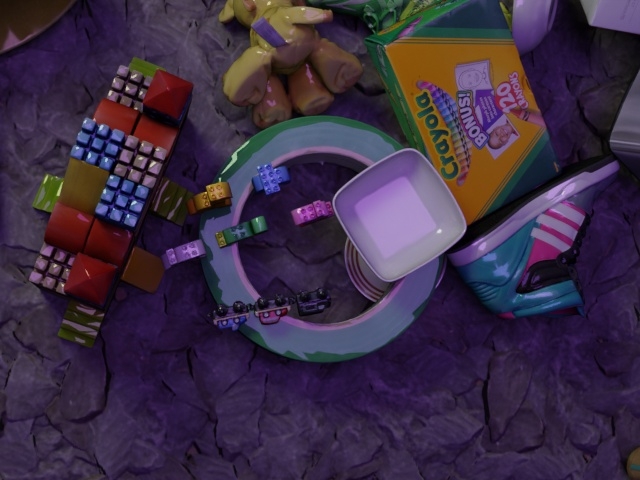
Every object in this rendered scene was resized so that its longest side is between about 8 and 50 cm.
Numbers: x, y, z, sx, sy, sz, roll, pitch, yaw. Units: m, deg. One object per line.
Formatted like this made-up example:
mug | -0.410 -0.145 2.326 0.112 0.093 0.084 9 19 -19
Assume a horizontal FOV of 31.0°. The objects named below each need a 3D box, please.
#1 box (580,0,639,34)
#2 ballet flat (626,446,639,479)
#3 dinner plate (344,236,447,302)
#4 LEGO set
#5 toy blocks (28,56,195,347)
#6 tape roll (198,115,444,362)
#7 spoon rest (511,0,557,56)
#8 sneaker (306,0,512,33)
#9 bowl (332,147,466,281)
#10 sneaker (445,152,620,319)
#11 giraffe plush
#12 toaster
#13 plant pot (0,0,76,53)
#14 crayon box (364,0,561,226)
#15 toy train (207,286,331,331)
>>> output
box | 0.530 -0.385 1.568 0.345 0.168 0.215 8 38 -8
ballet flat | 0.541 0.313 1.592 0.232 0.073 0.080 -4 83 -10
dinner plate | 0.102 0.020 1.575 0.141 0.017 0.141 1 83 -6
LEGO set | -0.099 -0.040 1.432 0.227 0.093 0.087 -19 86 -6
toy blocks | -0.252 -0.065 1.404 0.190 0.261 0.382 22 81 -7
tape roll | 0.000 0.000 1.522 0.321 0.077 0.321 0 85 -5
spoon rest | 0.291 -0.387 1.571 0.084 0.137 0.277 14 99 16
sneaker | 0.118 -0.299 1.567 0.295 0.109 0.124 14 78 -8
bowl | 0.098 -0.031 1.469 0.142 0.053 0.142 -33 88 -7
sneaker | 0.321 0.015 1.564 0.295 0.124 0.178 -32 100 -22
giraffe plush | -0.061 -0.278 1.523 0.181 0.210 0.171 -21 54 2
toaster | 0.487 -0.163 1.579 0.185 0.110 0.168 36 76 -39
plant pot | -0.468 -0.418 1.427 0.274 0.275 0.294 -30 73 -11
crayon box | 0.190 -0.177 1.528 0.165 0.081 0.278 -29 113 -8
toy train | -0.064 0.088 1.456 0.158 0.027 0.036 -9 96 -6
